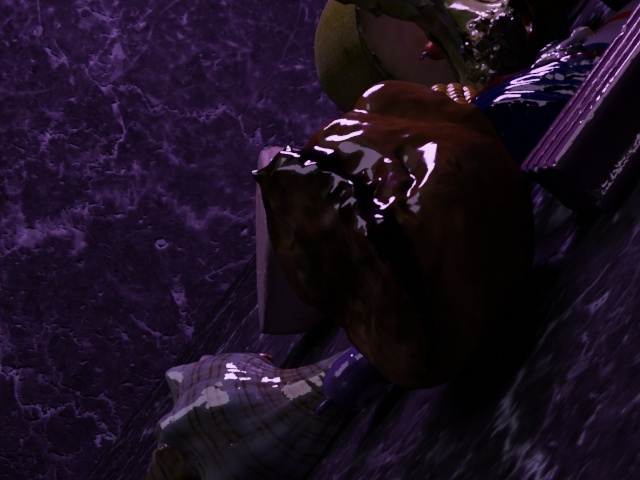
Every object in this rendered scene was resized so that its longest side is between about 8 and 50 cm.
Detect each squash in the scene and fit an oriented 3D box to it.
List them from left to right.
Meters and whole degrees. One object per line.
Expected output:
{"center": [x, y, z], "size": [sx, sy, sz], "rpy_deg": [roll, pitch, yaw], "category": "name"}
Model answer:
{"center": [0.139, -0.290, 2.275], "size": [0.263, 0.263, 0.384], "rpy_deg": [-54, 6, -6], "category": "squash"}

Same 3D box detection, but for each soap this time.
{"center": [0.254, -0.120, 1.348], "size": [0.203, 0.065, 0.122], "rpy_deg": [-53, 6, -4], "category": "soap"}

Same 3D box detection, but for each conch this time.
{"center": [-0.088, 0.195, 1.733], "size": [0.386, 0.169, 0.203], "rpy_deg": [132, 147, -52], "category": "conch"}

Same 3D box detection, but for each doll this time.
{"center": [0.070, 0.095, 1.563], "size": [0.206, 0.067, 0.110], "rpy_deg": [-43, -11, -15], "category": "doll"}

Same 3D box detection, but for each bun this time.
{"center": [0.000, 0.000, 2.229], "size": [0.263, 0.175, 0.263], "rpy_deg": [180, 90, -86], "category": "bun"}

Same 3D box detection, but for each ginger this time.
{"center": [0.086, -0.002, 1.362], "size": [0.223, 0.200, 0.269], "rpy_deg": [-26, 36, -27], "category": "ginger"}

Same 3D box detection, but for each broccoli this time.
{"center": [0.118, -0.274, 1.932], "size": [0.221, 0.361, 0.252], "rpy_deg": [104, 165, -59], "category": "broccoli"}

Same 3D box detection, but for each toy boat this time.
{"center": [0.270, -0.172, 1.543], "size": [0.318, 0.072, 0.219], "rpy_deg": [-33, 16, -13], "category": "toy boat"}

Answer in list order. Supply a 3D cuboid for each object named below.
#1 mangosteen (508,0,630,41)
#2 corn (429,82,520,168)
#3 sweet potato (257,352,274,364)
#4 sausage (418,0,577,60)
{"center": [0.274, -0.377, 1.709], "size": [0.307, 0.306, 0.347], "rpy_deg": [-77, -6, -75], "category": "mangosteen"}
{"center": [0.142, -0.084, 1.715], "size": [0.130, 0.130, 0.347], "rpy_deg": [-51, 9, 14], "category": "corn"}
{"center": [-0.132, 0.282, 2.005], "size": [0.314, 0.066, 0.072], "rpy_deg": [-57, 0, -7], "category": "sweet potato"}
{"center": [0.238, -0.280, 2.079], "size": [0.253, 0.034, 0.034], "rpy_deg": [-23, 3, -6], "category": "sausage"}
